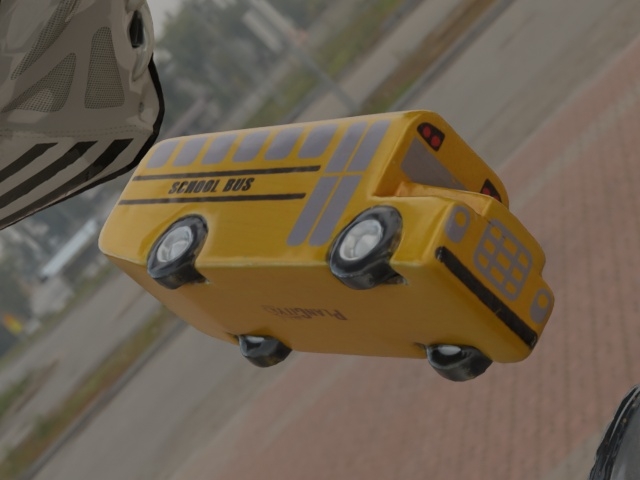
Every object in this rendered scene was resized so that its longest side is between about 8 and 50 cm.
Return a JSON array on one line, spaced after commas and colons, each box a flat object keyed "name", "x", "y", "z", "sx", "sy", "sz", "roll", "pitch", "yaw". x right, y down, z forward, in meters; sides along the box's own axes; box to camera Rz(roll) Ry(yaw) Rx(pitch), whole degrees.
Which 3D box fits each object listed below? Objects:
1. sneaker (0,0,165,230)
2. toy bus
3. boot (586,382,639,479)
[{"name": "sneaker", "x": -0.141, "y": -0.194, "z": 0.838, "sx": 0.447, "sy": 0.169, "sz": 0.257, "roll": -59, "pitch": -19, "yaw": 0}, {"name": "toy bus", "x": 0.000, "y": 0.000, "z": 0.995, "sx": 0.332, "sy": 0.108, "sz": 0.130, "roll": -2, "pitch": 53, "yaw": 50}, {"name": "boot", "x": 0.216, "y": 0.201, "z": 0.714, "sx": 0.223, "sy": 0.118, "sz": 0.338, "roll": -37, "pitch": 42, "yaw": 58}]
